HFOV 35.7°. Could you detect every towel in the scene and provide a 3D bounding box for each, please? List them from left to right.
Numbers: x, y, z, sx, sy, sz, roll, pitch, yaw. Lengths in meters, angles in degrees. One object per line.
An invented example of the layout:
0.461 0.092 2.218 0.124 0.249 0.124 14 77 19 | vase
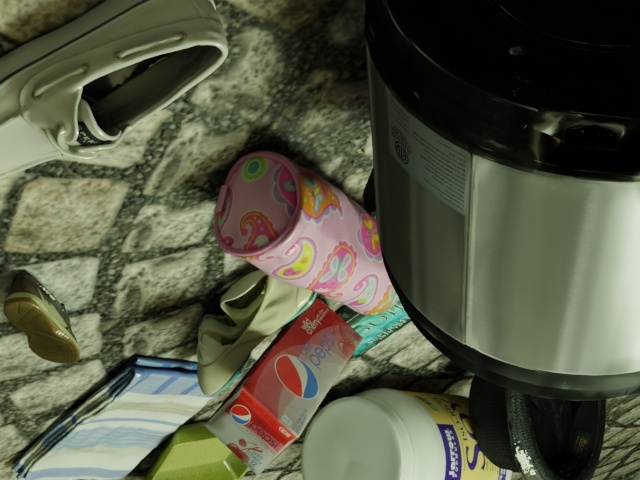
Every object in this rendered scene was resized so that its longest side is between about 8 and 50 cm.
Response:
-0.268 0.257 1.388 0.285 0.034 0.209 -41 148 24 | towel

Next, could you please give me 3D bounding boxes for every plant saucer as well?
-0.181 0.333 1.565 0.188 0.045 0.188 -3 144 -35 | plant saucer

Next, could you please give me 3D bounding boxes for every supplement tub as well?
0.149 0.375 1.689 0.241 0.241 0.331 -41 148 25 | supplement tub

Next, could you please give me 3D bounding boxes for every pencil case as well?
0.000 0.000 1.102 0.124 0.124 0.284 -36 150 17 | pencil case

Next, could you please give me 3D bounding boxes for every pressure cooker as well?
0.220 -0.072 0.874 0.375 0.370 0.420 -2 139 5 | pressure cooker

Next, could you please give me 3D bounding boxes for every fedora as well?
0.345 0.264 1.660 0.152 0.334 0.334 -14 164 41 | fedora

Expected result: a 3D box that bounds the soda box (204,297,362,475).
-0.038 0.172 1.240 0.083 0.092 0.263 -47 180 29 | soda box

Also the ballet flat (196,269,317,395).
-0.104 0.102 1.240 0.086 0.086 0.248 9 134 -46 | ballet flat

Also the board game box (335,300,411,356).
0.089 0.101 1.424 0.186 0.026 0.126 -37 149 20 | board game box

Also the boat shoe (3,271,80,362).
-0.295 0.086 1.075 0.056 0.049 0.152 -2 148 4 | boat shoe

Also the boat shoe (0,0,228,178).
-0.192 -0.110 0.804 0.267 0.088 0.096 -29 151 5 | boat shoe
